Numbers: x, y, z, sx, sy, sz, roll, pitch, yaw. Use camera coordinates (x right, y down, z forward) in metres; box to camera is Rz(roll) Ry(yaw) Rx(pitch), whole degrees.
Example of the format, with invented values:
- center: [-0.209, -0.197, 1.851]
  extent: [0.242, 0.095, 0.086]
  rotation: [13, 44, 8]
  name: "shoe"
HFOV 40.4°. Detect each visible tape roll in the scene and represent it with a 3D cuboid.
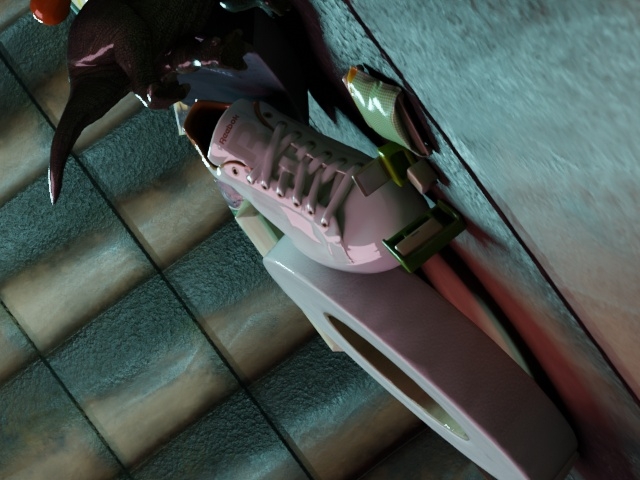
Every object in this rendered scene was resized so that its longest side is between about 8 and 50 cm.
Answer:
- center: [0.102, 0.125, 0.947]
  extent: [0.392, 0.072, 0.392]
  rotation: [40, 171, 8]
  name: "tape roll"

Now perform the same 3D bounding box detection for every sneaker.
- center: [-0.032, -0.057, 0.785]
  extent: [0.290, 0.106, 0.123]
  rotation: [28, 177, 45]
  name: "sneaker"

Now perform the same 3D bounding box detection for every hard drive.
- center: [-0.097, -0.172, 0.842]
  extent: [0.172, 0.054, 0.255]
  rotation: [17, 174, 12]
  name: "hard drive"

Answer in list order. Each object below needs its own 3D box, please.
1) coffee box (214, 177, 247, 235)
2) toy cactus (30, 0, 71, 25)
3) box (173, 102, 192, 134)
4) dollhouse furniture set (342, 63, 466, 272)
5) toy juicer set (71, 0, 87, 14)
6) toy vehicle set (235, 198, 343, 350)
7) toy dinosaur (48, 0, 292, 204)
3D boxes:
- center: [-0.057, -0.063, 1.264]
  extent: [0.184, 0.040, 0.113]
  rotation: [-2, 127, 37]
  name: "coffee box"
- center: [-0.117, -0.214, 0.481]
  extent: [0.112, 0.219, 0.180]
  rotation: [-42, 72, 50]
  name: "toy cactus"
- center: [-0.142, -0.193, 1.178]
  extent: [0.232, 0.058, 0.087]
  rotation: [4, 107, 64]
  name: "box"
- center: [0.049, -0.052, 0.644]
  extent: [0.152, 0.058, 0.076]
  rotation: [56, 176, -36]
  name: "dollhouse furniture set"
- center: [-0.303, -0.317, 1.032]
  extent: [0.329, 0.089, 0.209]
  rotation: [61, 160, -18]
  name: "toy juicer set"
- center: [0.000, 0.000, 1.145]
  extent: [0.035, 0.166, 0.267]
  rotation: [-4, 135, 35]
  name: "toy vehicle set"
- center: [-0.124, -0.170, 0.652]
  extent: [0.160, 0.313, 0.121]
  rotation: [19, -179, 43]
  name: "toy dinosaur"
